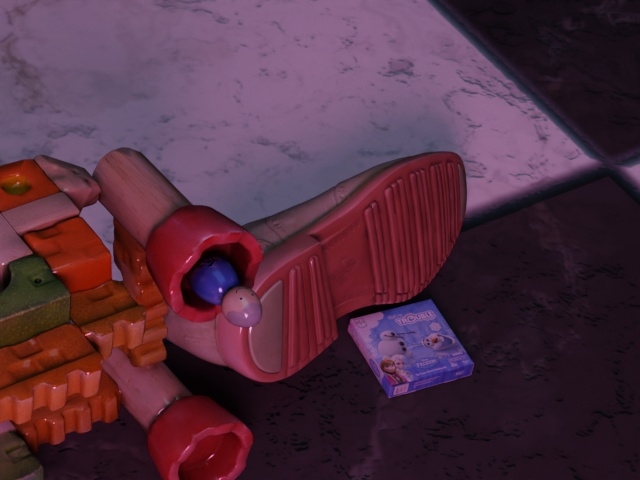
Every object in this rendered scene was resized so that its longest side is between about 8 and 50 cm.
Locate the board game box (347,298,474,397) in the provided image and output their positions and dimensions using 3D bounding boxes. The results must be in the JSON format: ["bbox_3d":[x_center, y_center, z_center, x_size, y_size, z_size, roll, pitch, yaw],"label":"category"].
[{"bbox_3d":[0.086,0.101,1.556,0.090,0.020,0.090,-13,48,-23],"label":"board game box"}]

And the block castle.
[{"bbox_3d":[-0.260,0.138,1.254,0.453,0.303,0.213,-21,46,-29],"label":"block castle"}]

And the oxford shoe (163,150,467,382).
[{"bbox_3d":[0.000,0.000,1.565,0.146,0.140,0.397,11,26,36],"label":"oxford shoe"}]
